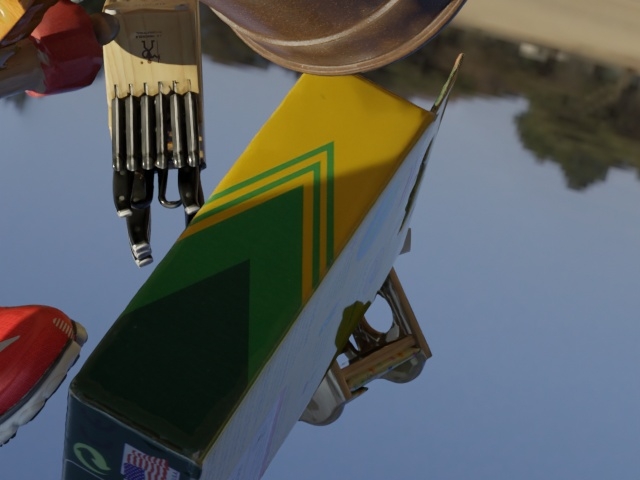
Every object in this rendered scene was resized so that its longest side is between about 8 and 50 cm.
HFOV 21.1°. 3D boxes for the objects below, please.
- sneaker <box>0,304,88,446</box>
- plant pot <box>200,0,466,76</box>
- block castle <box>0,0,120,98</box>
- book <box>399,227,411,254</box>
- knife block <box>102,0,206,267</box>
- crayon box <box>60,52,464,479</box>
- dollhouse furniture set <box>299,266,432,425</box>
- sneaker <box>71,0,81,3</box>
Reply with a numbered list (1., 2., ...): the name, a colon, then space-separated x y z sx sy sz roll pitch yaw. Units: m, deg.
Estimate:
1. sneaker: -0.278 0.073 1.114 0.279 0.107 0.118 -7 132 33
2. plant pot: -0.025 -0.171 0.792 0.167 0.167 0.165 20 -176 28
3. block castle: -0.283 -0.360 1.396 0.213 0.453 0.303 -26 173 -42
4. book: 0.000 0.000 1.625 0.144 0.035 0.096 9 -165 29
5. knife block: -0.156 -0.118 1.654 0.088 0.242 0.275 -3 -160 -3
6. crayon box: -0.033 0.040 0.976 0.081 0.202 0.318 28 -127 9
7. dollhouse furniture set: -0.041 0.096 1.244 0.161 0.101 0.182 -26 177 40
8. sneaker: -0.201 -0.299 1.616 0.104 0.262 0.125 -9 -121 -38
